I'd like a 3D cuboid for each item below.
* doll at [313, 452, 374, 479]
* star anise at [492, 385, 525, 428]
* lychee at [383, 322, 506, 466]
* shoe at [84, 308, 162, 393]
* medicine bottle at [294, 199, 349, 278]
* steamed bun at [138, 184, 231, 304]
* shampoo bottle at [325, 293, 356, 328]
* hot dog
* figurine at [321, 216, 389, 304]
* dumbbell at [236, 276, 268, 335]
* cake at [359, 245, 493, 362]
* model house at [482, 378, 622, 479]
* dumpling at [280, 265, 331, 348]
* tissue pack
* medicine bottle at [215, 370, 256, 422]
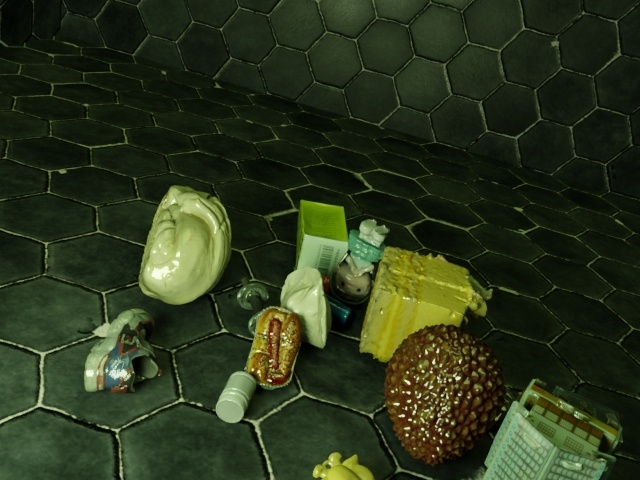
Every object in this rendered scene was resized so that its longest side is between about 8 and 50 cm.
[{"bbox_3d":[0.098,0.470,1.055,0.117,0.086,0.291,-30,50,-31],"label":"doll"},{"bbox_3d":[0.435,0.377,1.425,0.182,0.065,0.195,30,27,25],"label":"star anise"},{"bbox_3d":[0.236,0.312,1.267,0.271,0.271,0.271,12,27,-6],"label":"lychee"},{"bbox_3d":[-0.366,0.221,1.273,0.126,0.099,0.227,11,31,10],"label":"shoe"},{"bbox_3d":[0.000,0.000,1.843,0.141,0.137,0.250,11,26,-8],"label":"medicine bottle"},{"bbox_3d":[-0.309,0.018,1.543,0.203,0.276,0.289,18,0,-18],"label":"steamed bun"},{"bbox_3d":[0.001,0.158,1.616,0.183,0.050,0.087,27,-11,23],"label":"shampoo bottle"},{"bbox_3d":[-0.097,0.230,1.378,0.108,0.059,0.191,17,54,-7],"label":"hot dog"},{"bbox_3d":[0.094,0.055,1.674,0.138,0.245,0.110,29,27,12],"label":"figurine"},{"bbox_3d":[-0.147,0.164,1.521,0.082,0.081,0.254,1,30,-25],"label":"dumbbell"},{"bbox_3d":[0.256,0.179,1.536,0.286,0.227,0.222,15,31,4],"label":"cake"},{"bbox_3d":[0.419,0.407,1.185,0.198,0.224,0.215,28,29,22],"label":"model house"},{"bbox_3d":[-0.028,0.152,1.506,0.126,0.166,0.216,11,20,-5],"label":"dumpling"},{"bbox_3d":[0.601,0.408,1.463,0.156,0.051,0.112,21,29,11],"label":"tissue pack"},{"bbox_3d":[-0.165,0.307,1.262,0.058,0.058,0.091,17,27,4],"label":"medicine bottle"}]
